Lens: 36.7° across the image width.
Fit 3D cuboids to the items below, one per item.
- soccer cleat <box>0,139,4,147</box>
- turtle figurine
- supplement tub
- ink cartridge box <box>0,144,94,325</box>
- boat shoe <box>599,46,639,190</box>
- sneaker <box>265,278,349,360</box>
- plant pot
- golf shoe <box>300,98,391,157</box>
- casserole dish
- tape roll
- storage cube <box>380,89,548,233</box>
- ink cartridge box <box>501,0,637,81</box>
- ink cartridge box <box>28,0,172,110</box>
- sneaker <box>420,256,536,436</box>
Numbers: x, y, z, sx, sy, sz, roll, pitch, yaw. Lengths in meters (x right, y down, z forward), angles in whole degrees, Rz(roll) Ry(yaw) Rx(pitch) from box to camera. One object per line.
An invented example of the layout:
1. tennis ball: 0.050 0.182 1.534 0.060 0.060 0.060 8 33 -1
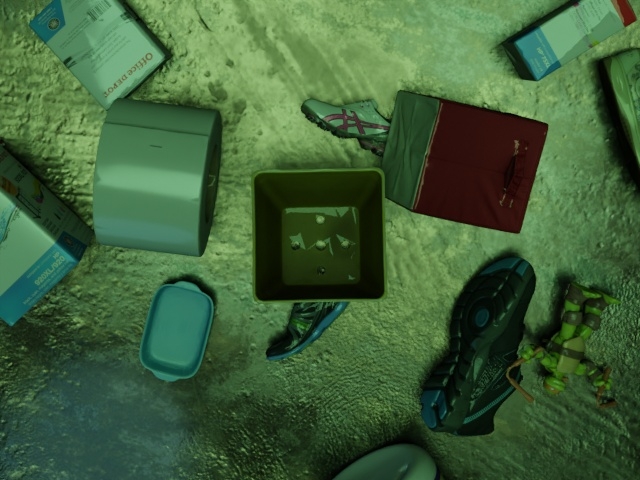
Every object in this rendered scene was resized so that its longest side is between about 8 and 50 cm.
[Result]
1. soccer cleat: -0.568 -0.136 1.684 0.035 0.029 0.083 2 106 -4
2. turtle figurine: 0.451 0.190 1.711 0.269 0.087 0.217 19 98 -26
3. supplement tub: 0.163 0.557 1.708 0.241 0.241 0.331 -30 99 6
4. ink cartridge box: -0.532 -0.015 1.622 0.168 0.171 0.233 -42 106 10
5. boat shoe: 0.553 -0.183 1.624 0.089 0.104 0.285 -19 100 7
6. sneaker: -0.029 0.144 1.723 0.188 0.067 0.078 -46 82 8
7. plant pot: 0.000 0.000 1.610 0.212 0.187 0.212 -1 85 2
8. golf shoe: 0.057 -0.208 1.647 0.186 0.067 0.086 22 95 -14
9. casserole dish: -0.257 0.160 1.736 0.114 0.037 0.189 15 100 -2
10. tape roll: -0.260 -0.102 1.578 0.169 0.246 0.246 8 101 -1
11. storage cube: 0.223 -0.132 1.568 0.193 0.215 0.184 10 100 -18
12. ink cartridge box: 0.422 -0.353 1.575 0.231 0.134 0.078 -31 99 7
13. ink cartridge box: -0.365 -0.334 1.614 0.139 0.082 0.191 -40 100 8
14. sneaker: 0.300 0.191 1.713 0.139 0.125 0.341 20 101 -28
